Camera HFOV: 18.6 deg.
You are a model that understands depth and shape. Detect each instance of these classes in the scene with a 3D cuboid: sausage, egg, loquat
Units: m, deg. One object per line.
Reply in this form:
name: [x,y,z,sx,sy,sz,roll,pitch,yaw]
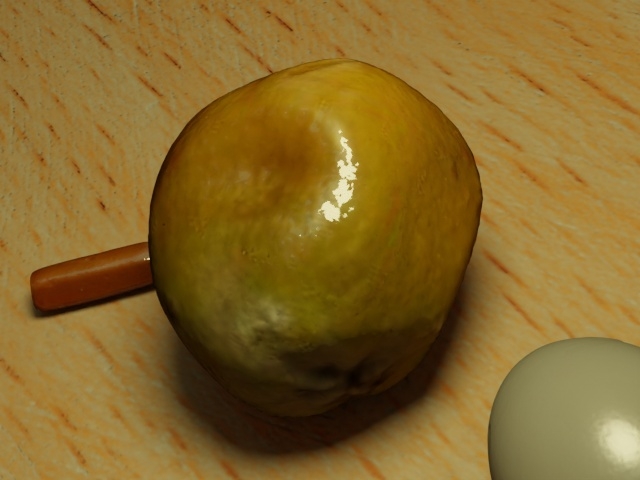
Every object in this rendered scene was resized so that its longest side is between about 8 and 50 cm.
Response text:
sausage: [-0.198,0.032,1.780,0.131,0.041,0.039,-14,21,1]
egg: [0.212,0.164,1.413,0.176,0.176,0.232,-24,37,-8]
loquat: [0.000,0.000,1.603,0.276,0.276,0.284,-11,61,6]
